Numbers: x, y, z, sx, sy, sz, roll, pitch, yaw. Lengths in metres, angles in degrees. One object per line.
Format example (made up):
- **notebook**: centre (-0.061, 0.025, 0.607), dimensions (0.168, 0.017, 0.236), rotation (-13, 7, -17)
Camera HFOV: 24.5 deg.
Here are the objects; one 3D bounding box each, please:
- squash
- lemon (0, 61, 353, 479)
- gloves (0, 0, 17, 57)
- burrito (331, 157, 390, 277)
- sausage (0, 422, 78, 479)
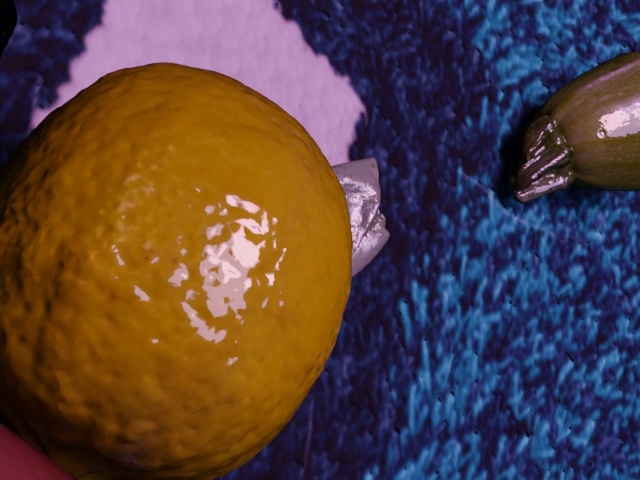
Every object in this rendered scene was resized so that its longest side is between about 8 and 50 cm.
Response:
- **squash**: centre (0.178, -0.073, 1.034), dimensions (0.132, 0.105, 0.105), rotation (-14, 90, -29)
- **lemon**: centre (-0.075, 0.016, 0.672), dimensions (0.193, 0.180, 0.180), rotation (-40, 110, -24)
- **gloves**: centre (-0.218, -0.047, 0.570), dimensions (0.124, 0.164, 0.203), rotation (38, 76, -12)
- **burrito**: centre (-0.001, -0.003, 0.844), dimensions (0.118, 0.044, 0.074), rotation (-27, 102, -45)
- **sausage**: centre (-0.164, 0.133, 0.564), dimensions (0.280, 0.152, 0.152), rotation (44, 52, -33)
